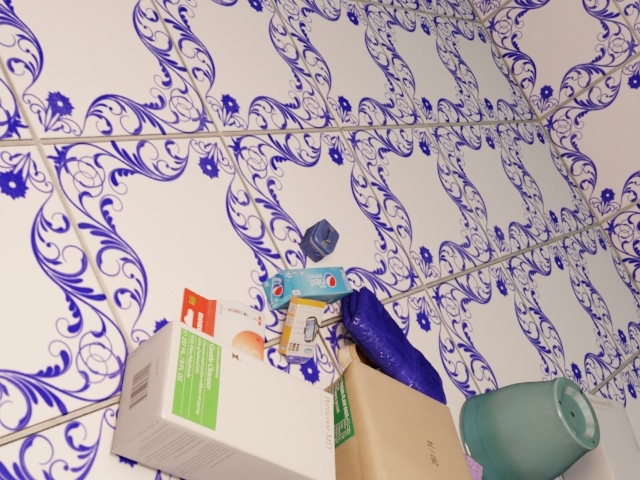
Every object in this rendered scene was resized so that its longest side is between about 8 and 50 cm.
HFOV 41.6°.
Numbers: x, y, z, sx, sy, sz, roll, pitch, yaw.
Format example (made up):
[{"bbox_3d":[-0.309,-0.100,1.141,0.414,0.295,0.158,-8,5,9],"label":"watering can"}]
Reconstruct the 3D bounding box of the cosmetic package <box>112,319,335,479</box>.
[{"bbox_3d":[-0.155,0.312,1.453,0.365,0.155,0.197,29,40,-31],"label":"cosmetic package"}]

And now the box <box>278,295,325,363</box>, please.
[{"bbox_3d":[-0.040,0.188,1.757,0.081,0.028,0.136,14,91,-44],"label":"box"}]

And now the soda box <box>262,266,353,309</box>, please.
[{"bbox_3d":[-0.025,0.104,1.853,0.210,0.071,0.067,0,63,-50],"label":"soda box"}]

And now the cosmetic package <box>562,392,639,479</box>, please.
[{"bbox_3d":[0.780,0.632,2.312,0.217,0.156,0.385,16,51,-40],"label":"cosmetic package"}]

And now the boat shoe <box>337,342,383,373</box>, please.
[{"bbox_3d":[0.112,0.293,1.872,0.170,0.059,0.063,44,36,-16],"label":"boat shoe"}]

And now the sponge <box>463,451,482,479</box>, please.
[{"bbox_3d":[0.283,0.502,1.890,0.210,0.031,0.117,43,36,-18],"label":"sponge"}]

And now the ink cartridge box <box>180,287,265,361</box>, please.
[{"bbox_3d":[-0.186,0.173,1.628,0.179,0.045,0.145,33,40,-33],"label":"ink cartridge box"}]

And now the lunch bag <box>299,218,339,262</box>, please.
[{"bbox_3d":[0.000,0.000,1.975,0.067,0.065,0.098,43,36,-17],"label":"lunch bag"}]

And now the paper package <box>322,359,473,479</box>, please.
[{"bbox_3d":[0.142,0.442,1.633,0.309,0.168,0.325,32,28,-31],"label":"paper package"}]

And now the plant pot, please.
[{"bbox_3d":[0.523,0.463,2.055,0.271,0.255,0.272,30,42,-32],"label":"plant pot"}]

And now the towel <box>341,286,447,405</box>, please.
[{"bbox_3d":[0.169,0.247,1.897,0.308,0.076,0.228,49,8,-11],"label":"towel"}]
